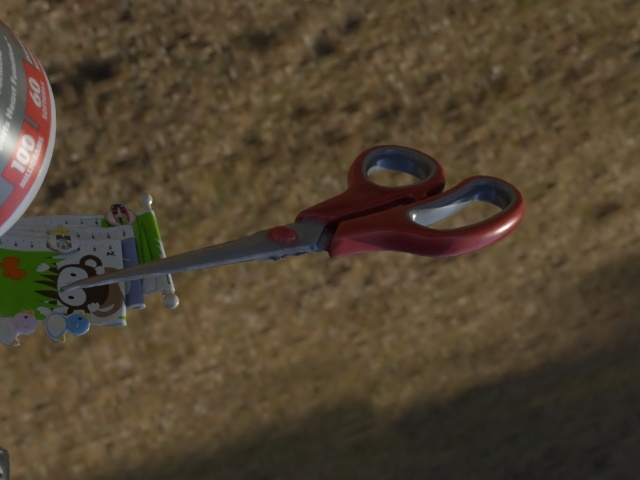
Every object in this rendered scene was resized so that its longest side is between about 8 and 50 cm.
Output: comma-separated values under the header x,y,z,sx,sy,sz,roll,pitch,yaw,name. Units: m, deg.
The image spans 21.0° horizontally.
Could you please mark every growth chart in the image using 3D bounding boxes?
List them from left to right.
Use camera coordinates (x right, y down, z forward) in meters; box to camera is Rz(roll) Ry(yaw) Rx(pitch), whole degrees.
x,y,z,sx,sy,sz,roll,pitch,yaw,name
-0.257,0.028,1.721,0.237,0.172,0.021,-5,143,-27,growth chart

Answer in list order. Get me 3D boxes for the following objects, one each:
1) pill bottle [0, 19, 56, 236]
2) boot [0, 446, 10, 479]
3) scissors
x,y,z,sx,sy,sz,roll,pitch,yaw,name
-0.346,-0.128,1.174,0.210,0.210,0.363,-25,156,9,pill bottle
-0.372,0.269,1.433,0.118,0.223,0.338,-22,155,33,boot
0.000,0.000,0.940,0.297,0.109,0.021,-23,135,-47,scissors
